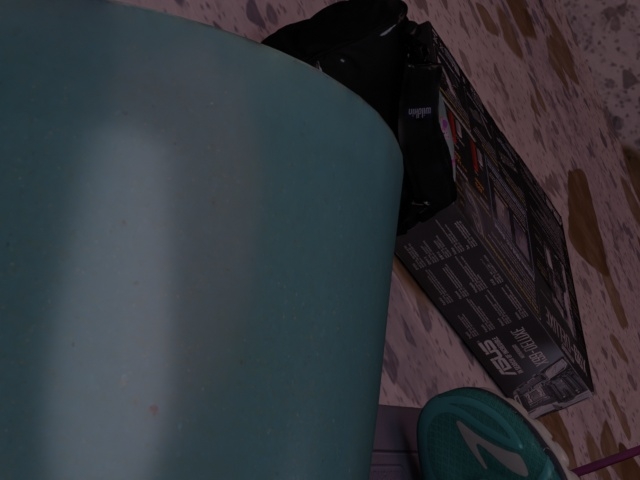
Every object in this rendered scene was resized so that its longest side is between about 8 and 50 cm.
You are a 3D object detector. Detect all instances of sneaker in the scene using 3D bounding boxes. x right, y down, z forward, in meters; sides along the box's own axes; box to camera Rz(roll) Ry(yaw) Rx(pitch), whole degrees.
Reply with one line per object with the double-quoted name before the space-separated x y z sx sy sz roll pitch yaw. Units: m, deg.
"sneaker" 0.112 0.212 1.140 0.110 0.107 0.275 27 43 -49

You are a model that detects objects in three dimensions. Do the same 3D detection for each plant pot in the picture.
"plant pot" -0.121 0.086 0.568 0.293 0.293 0.235 32 55 -59

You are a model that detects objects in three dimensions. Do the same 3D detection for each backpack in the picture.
"backpack" 0.036 -0.092 1.389 0.115 0.152 0.182 -95 160 -52

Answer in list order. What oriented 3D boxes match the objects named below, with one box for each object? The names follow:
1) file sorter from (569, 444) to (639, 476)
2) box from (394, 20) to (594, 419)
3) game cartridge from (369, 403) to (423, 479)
"file sorter" 0.269 0.329 1.466 0.202 0.182 0.290 30 40 -59
"box" 0.148 -0.015 1.691 0.307 0.076 0.242 50 25 -40
"game cartridge" 0.039 0.217 1.166 0.355 0.068 0.230 18 56 -66
